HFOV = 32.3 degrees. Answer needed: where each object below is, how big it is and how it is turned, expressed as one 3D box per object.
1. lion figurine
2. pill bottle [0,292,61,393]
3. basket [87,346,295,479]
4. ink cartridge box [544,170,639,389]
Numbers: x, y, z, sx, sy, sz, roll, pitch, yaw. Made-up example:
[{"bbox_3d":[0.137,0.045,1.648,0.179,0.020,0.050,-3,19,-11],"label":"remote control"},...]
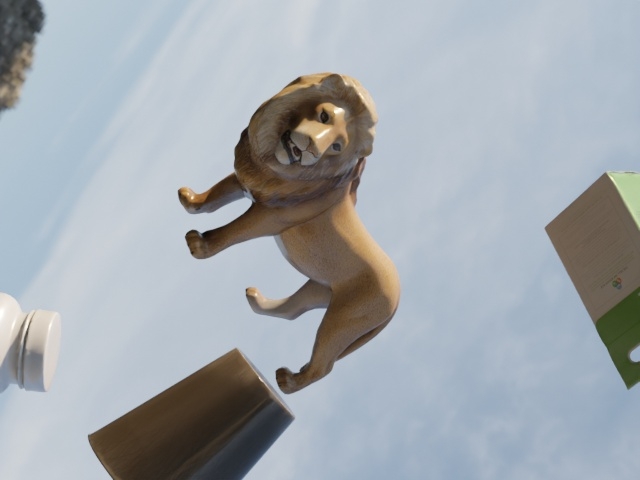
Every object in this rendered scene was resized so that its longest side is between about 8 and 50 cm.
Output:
[{"bbox_3d":[0.000,0.000,1.222,0.240,0.392,0.142,-24,-139,8],"label":"lion figurine"},{"bbox_3d":[-0.295,0.080,0.886,0.087,0.160,0.087,-173,-90,-87],"label":"pill bottle"},{"bbox_3d":[-0.160,0.262,1.486,0.227,0.204,0.154,-41,-162,-4],"label":"basket"},{"bbox_3d":[0.334,0.041,1.180,0.109,0.062,0.209,-48,-128,42],"label":"ink cartridge box"}]
